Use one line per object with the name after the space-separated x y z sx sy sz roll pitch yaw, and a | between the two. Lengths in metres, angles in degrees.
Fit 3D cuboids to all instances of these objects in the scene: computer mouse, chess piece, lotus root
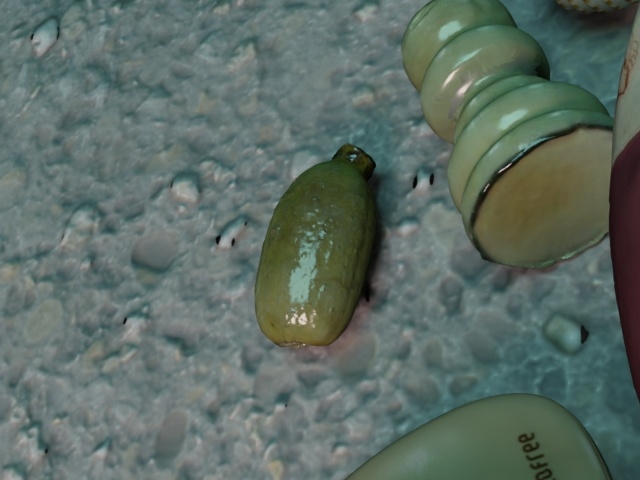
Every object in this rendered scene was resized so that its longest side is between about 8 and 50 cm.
0.073 0.192 0.666 0.236 0.082 0.145 -38 48 23 | computer mouse
0.134 -0.108 0.827 0.133 0.133 0.243 -31 46 10 | chess piece
-0.001 0.000 0.861 0.090 0.077 0.183 5 66 32 | lotus root

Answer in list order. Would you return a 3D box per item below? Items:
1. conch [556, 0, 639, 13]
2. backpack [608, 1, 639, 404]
0.234 -0.241 0.863 0.153 0.102 0.135 2 43 7 | conch
0.257 0.015 0.570 0.197 0.283 0.317 -8 58 21 | backpack
